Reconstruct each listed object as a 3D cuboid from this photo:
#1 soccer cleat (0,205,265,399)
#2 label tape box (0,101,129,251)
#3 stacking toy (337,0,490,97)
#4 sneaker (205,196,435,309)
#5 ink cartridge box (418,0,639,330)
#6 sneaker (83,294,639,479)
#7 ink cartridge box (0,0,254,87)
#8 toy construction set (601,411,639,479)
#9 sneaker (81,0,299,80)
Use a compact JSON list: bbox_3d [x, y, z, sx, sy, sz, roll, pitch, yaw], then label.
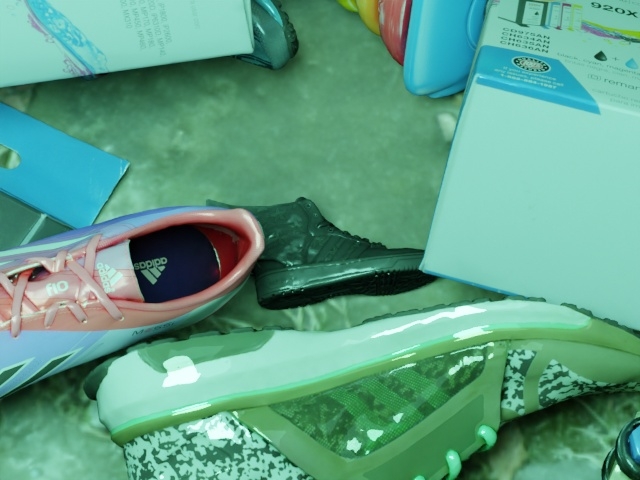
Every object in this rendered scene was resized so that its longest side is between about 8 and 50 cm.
[{"bbox_3d":[-0.184,0.042,1.188,0.318,0.116,0.108,-18,84,-32],"label":"soccer cleat"},{"bbox_3d":[-0.336,-0.004,1.307,0.249,0.115,0.347,26,63,11],"label":"label tape box"},{"bbox_3d":[0.029,-0.260,1.474,0.302,0.165,0.175,31,46,26],"label":"stacking toy"},{"bbox_3d":[0.000,0.001,1.361,0.170,0.051,0.089,-9,65,-5],"label":"sneaker"},{"bbox_3d":[0.186,-0.080,1.307,0.171,0.168,0.232,14,31,3],"label":"ink cartridge box"},{"bbox_3d":[0.046,0.149,1.249,0.410,0.158,0.182,-7,78,-4],"label":"sneaker"},{"bbox_3d":[-0.212,-0.236,1.333,0.306,0.131,0.226,-6,51,-2],"label":"ink cartridge box"},{"bbox_3d":[0.286,0.217,1.209,0.215,0.151,0.327,24,50,10],"label":"toy construction set"},{"bbox_3d":[-0.146,-0.170,1.436,0.262,0.104,0.125,18,65,18],"label":"sneaker"}]
